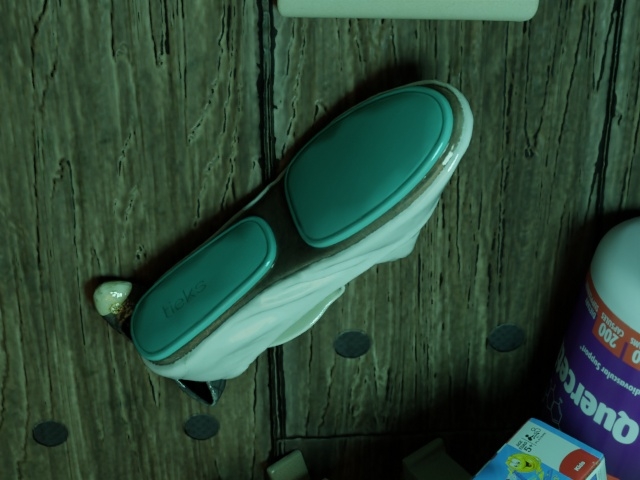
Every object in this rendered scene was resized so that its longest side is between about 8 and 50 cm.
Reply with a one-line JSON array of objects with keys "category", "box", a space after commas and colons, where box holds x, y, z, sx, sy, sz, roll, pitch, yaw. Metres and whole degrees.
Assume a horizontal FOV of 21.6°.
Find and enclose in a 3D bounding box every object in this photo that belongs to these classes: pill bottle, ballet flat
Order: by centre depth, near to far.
[{"category": "ballet flat", "box": [0.000, 0.000, 1.515, 0.400, 0.139, 0.139, -38, 121, 23]}, {"category": "pill bottle", "box": [0.309, 0.146, 1.599, 0.181, 0.181, 0.323, 7, 126, -9]}, {"category": "ballet flat", "box": [-0.150, 0.095, 1.611, 0.057, 0.049, 0.173, -36, 121, 21]}]

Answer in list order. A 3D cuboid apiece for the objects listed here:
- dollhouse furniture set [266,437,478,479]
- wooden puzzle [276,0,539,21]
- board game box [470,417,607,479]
[{"category": "dollhouse furniture set", "box": [0.055, 0.328, 1.693, 0.259, 0.262, 0.135, -30, 132, -20]}, {"category": "wooden puzzle", "box": [0.078, -0.275, 1.348, 0.221, 0.044, 0.238, 0, 127, -4]}, {"category": "board game box", "box": [0.150, 0.370, 1.545, 0.302, 0.086, 0.308, -41, 139, -26]}]
